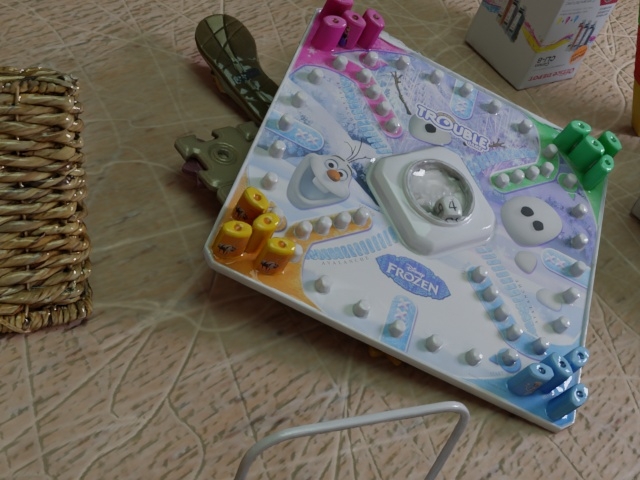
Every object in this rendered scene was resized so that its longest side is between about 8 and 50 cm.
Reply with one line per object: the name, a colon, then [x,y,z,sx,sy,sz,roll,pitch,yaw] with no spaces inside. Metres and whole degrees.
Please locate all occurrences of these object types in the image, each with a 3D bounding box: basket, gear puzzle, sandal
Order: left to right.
basket: [-0.371,-0.040,0.868,0.299,0.222,0.213,-7,15,-28]
sandal: [-0.098,-0.196,1.183,0.072,0.049,0.180,-23,71,-32]
gear puzzle: [0.000,0.000,1.018,0.176,0.044,0.339,-19,58,-38]

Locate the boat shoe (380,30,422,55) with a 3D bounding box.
boat shoe: [0.098,-0.168,1.187,0.096,0.098,0.277,13,41,-8]

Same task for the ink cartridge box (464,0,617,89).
ink cartridge box: [0.313,-0.323,1.382,0.128,0.176,0.127,-17,56,-34]

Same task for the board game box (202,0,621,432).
board game box: [0.123,-0.051,1.016,0.390,0.050,0.390,26,52,-7]

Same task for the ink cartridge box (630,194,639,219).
ink cartridge box: [0.619,-0.021,1.156,0.279,0.160,0.384,-32,63,-28]

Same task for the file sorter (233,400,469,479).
file sorter: [0.057,0.272,0.647,0.193,0.173,0.277,-5,48,-25]

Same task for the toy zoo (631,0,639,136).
toy zoo: [0.514,-0.243,1.309,0.193,0.293,0.030,-15,47,0]
